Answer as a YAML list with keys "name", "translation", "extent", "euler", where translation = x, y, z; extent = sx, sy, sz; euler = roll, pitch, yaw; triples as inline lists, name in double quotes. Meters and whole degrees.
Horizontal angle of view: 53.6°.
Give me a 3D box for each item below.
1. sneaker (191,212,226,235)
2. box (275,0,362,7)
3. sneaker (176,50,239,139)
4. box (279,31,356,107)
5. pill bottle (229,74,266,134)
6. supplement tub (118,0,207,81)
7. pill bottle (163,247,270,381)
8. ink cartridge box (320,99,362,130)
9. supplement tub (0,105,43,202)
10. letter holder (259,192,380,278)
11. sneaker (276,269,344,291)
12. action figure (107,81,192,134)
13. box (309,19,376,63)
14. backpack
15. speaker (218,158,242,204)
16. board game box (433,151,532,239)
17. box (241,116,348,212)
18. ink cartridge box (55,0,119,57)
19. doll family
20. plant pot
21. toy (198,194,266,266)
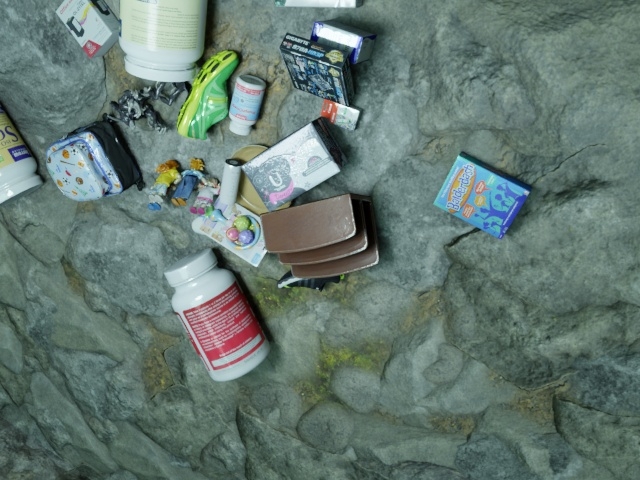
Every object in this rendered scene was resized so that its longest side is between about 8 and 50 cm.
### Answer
- name: "sneaker"
  translation: [-0.322, -0.039, 2.058]
  extent: [0.237, 0.086, 0.085]
  euler: [6, 117, 22]
- name: "box"
  translation: [-0.009, -0.762, 1.608]
  extent: [0.232, 0.058, 0.322]
  euler: [8, 115, 20]
- name: "sneaker"
  translation: [-0.320, -0.429, 1.882]
  extent: [0.123, 0.109, 0.296]
  euler: [21, 116, -34]
- name: "box"
  translation: [-0.003, -0.443, 1.667]
  extent: [0.175, 0.220, 0.051]
  euler: [22, 80, 13]
- name: "pill bottle"
  translation: [-0.218, -0.393, 1.849]
  extent: [0.087, 0.087, 0.160]
  euler: [25, 121, 11]
- name: "supplement tub"
  translation: [-0.433, -0.625, 1.750]
  extent: [0.235, 0.235, 0.325]
  euler: [19, 119, 15]
- name: "pill bottle"
  translation: [-0.350, 0.243, 2.113]
  extent: [0.228, 0.229, 0.408]
  euler: [-18, 105, 29]
- name: "ink cartridge box"
  translation: [0.054, -0.357, 1.781]
  extent: [0.115, 0.029, 0.063]
  euler: [23, 120, 12]
- name: "supplement tub"
  translation: [-1.150, -0.295, 2.210]
  extent: [0.241, 0.241, 0.331]
  euler: [-23, 102, 30]
- name: "letter holder"
  translation: [0.000, 0.000, 1.854]
  extent: [0.301, 0.152, 0.215]
  euler: [-11, 84, 27]
- name: "sneaker"
  translation: [-0.033, 0.130, 2.008]
  extent: [0.234, 0.084, 0.097]
  euler: [-20, 105, 29]
- name: "action figure"
  translation: [-0.530, -0.408, 1.937]
  extent: [0.275, 0.164, 0.141]
  euler: [-29, 66, 23]
- name: "box"
  translation: [0.059, -0.518, 1.649]
  extent: [0.137, 0.126, 0.072]
  euler: [22, 117, 13]
- name: "backpack"
  translation: [-0.768, -0.247, 2.096]
  extent: [0.263, 0.213, 0.277]
  euler: [-6, 113, 37]
- name: "speaker"
  translation: [-0.277, -0.179, 1.954]
  extent: [0.055, 0.055, 0.136]
  euler: [21, 120, 13]
- name: "board game box"
  translation: [0.434, -0.121, 1.712]
  extent: [0.210, 0.047, 0.160]
  euler: [28, 121, 10]
- name: "box"
  translation: [-0.072, -0.215, 1.809]
  extent: [0.247, 0.142, 0.163]
  euler: [-28, 100, 20]
- name: "ink cartridge box"
  translation: [-0.705, -0.671, 1.943]
  extent: [0.127, 0.072, 0.175]
  euler: [-33, 98, 32]
- name: "doll family"
  translation: [-0.441, -0.186, 2.007]
  extent: [0.262, 0.163, 0.118]
  euler: [7, 147, 20]
- name: "plant pot"
  translation: [-0.184, -0.184, 1.963]
  extent: [0.236, 0.032, 0.237]
  euler: [9, 116, 19]
- name: "toy"
  translation: [-0.263, -0.037, 1.970]
  extent: [0.237, 0.056, 0.137]
  euler: [31, 88, 20]
